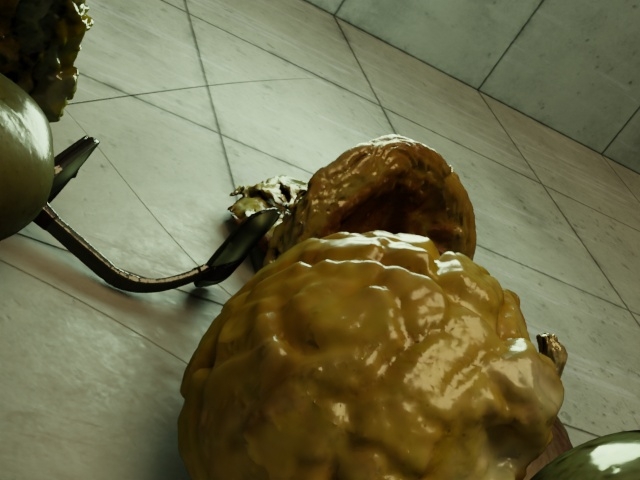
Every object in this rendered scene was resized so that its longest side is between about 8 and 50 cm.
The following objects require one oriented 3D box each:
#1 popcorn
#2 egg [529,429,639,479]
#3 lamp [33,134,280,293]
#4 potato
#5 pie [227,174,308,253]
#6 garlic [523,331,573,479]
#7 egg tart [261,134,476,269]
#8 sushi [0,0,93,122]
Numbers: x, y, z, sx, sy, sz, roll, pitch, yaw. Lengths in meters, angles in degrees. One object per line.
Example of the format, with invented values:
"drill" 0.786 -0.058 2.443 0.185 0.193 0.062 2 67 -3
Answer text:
"popcorn" 0.041 0.157 1.050 0.354 0.344 0.390 13 37 -48
"egg" 0.345 0.356 0.969 0.345 0.345 0.428 17 3 -35
"lamp" -0.203 -0.028 1.271 0.283 0.203 0.124 32 43 -16
"potato" -0.418 -0.088 1.057 0.243 0.221 0.326 54 32 15
"pie" -0.001 0.001 1.598 0.308 0.085 0.308 28 25 -14
"garlic" 0.234 0.214 1.315 0.245 0.253 0.245 22 26 -12
"egg tart" 0.048 0.031 1.368 0.352 0.352 0.150 10 8 -44
"sushi" -0.429 -0.306 1.238 0.351 0.396 0.240 -17 52 -36
